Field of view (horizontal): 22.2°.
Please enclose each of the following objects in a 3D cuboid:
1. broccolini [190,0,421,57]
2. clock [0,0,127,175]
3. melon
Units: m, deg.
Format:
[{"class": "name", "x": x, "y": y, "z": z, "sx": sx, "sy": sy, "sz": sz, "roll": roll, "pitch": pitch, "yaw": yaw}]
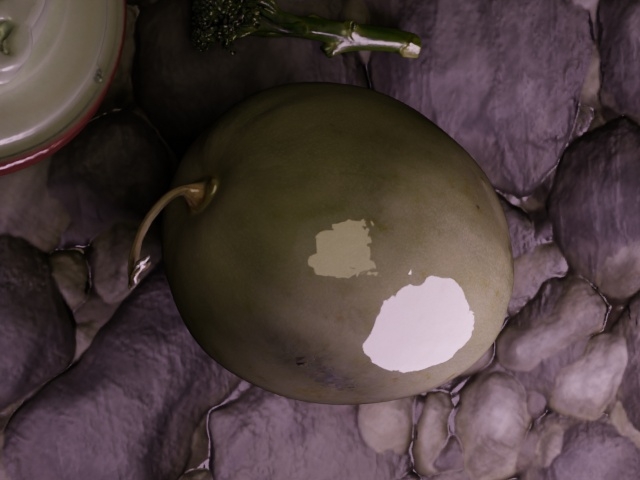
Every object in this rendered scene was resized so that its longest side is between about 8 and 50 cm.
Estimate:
[{"class": "broccolini", "x": -0.005, "y": -0.182, "z": 1.367, "sx": 0.216, "sy": 0.067, "sz": 0.058, "roll": 3, "pitch": 137, "yaw": -26}, {"class": "clock", "x": -0.279, "y": -0.193, "z": 1.148, "sx": 0.318, "sy": 0.080, "sz": 0.318, "roll": 15, "pitch": 61, "yaw": -30}, {"class": "melon", "x": 0.011, "y": 0.007, "z": 1.304, "sx": 0.272, "sy": 0.272, "sz": 0.308, "roll": -48, "pitch": 127, "yaw": -10}]
